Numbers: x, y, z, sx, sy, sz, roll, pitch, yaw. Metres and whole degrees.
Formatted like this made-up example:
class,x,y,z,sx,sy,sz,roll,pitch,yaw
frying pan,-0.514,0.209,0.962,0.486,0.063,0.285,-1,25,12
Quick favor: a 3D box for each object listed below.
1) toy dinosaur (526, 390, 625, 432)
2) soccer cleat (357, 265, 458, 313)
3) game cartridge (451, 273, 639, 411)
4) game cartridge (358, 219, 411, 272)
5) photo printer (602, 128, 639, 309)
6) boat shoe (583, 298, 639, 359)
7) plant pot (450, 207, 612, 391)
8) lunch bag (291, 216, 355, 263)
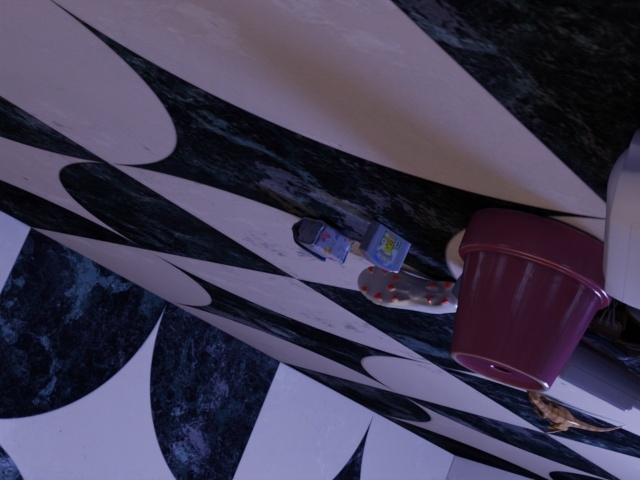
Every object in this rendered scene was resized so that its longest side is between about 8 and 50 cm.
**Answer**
class,x,y,z,sx,sy,sz,roll,pitch,yaw
toy dinosaur,0.518,0.379,2.527,0.211,0.064,0.112,23,166,-6
soccer cleat,0.149,0.086,1.936,0.196,0.068,0.076,10,166,34
game cartridge,0.312,0.134,1.686,0.196,0.060,0.294,23,-171,-30
game cartridge,0.093,0.012,1.740,0.083,0.056,0.017,31,172,-38
photo printer,0.387,0.003,1.096,0.256,0.107,0.307,17,166,18
boat shoe,0.388,0.103,1.632,0.183,0.066,0.066,28,152,-28
plant pot,0.251,0.081,1.482,0.201,0.180,0.201,21,166,5
lunch bag,0.000,0.000,1.859,0.071,0.053,0.083,32,173,-32
